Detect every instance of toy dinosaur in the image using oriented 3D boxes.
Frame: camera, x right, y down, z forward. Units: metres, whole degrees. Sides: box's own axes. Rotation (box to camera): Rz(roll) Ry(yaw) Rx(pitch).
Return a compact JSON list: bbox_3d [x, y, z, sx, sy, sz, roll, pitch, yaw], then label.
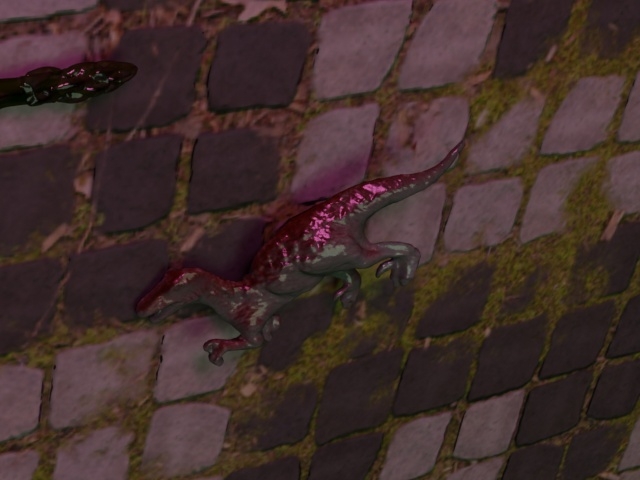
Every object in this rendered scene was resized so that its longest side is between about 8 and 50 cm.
[{"bbox_3d":[0.000,0.000,1.174,0.242,0.053,0.167,-45,133,13],"label":"toy dinosaur"}]

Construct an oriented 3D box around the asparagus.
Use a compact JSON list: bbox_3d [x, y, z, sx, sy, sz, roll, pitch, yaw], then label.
[{"bbox_3d":[-0.214,-0.090,0.946,0.236,0.027,0.034,-5,137,-36],"label":"asparagus"}]
